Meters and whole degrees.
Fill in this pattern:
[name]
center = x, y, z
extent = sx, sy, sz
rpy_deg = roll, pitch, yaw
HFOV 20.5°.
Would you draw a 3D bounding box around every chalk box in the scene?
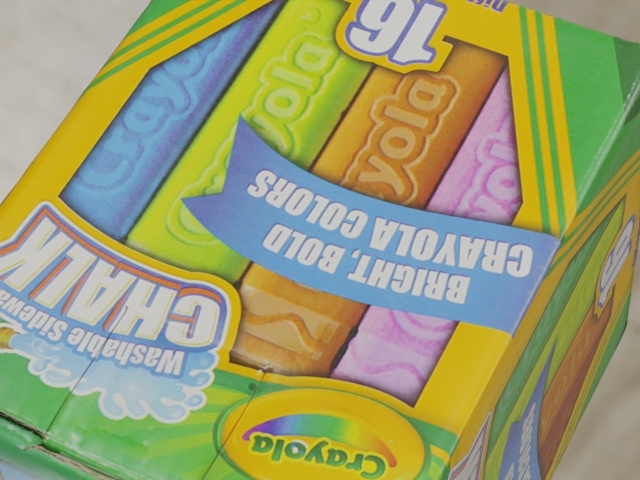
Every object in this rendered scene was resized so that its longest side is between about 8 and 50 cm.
[chalk box]
center = -0.020, 0.062, 0.615
extent = 0.289, 0.179, 0.180
rpy_deg = -60, 160, -29
